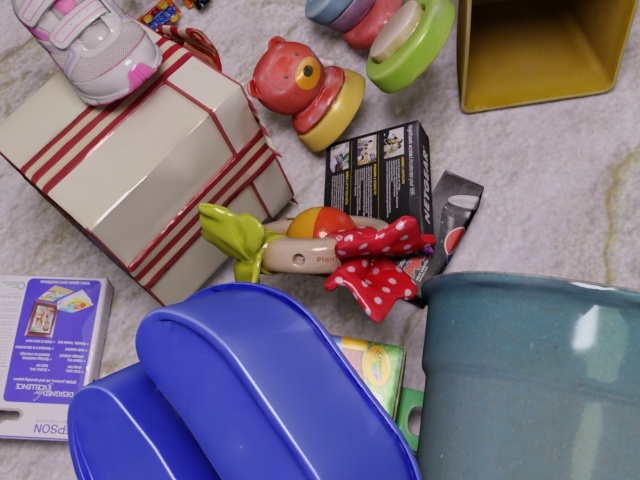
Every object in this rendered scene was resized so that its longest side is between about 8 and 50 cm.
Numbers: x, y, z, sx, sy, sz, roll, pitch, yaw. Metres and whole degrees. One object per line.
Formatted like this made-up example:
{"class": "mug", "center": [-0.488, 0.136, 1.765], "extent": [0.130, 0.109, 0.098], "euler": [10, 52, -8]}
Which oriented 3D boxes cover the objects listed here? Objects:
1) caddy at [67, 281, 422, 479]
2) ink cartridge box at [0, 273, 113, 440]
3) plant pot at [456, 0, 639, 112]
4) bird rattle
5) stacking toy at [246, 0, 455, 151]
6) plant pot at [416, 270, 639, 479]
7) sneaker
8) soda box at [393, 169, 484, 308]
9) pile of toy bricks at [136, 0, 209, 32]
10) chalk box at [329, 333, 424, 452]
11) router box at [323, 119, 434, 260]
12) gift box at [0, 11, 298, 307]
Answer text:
{"class": "caddy", "center": [-0.061, 0.198, 0.689], "extent": [0.241, 0.179, 0.341], "euler": [-44, 71, 22]}
{"class": "ink cartridge box", "center": [-0.376, 0.144, 0.947], "extent": [0.207, 0.045, 0.208], "euler": [2, 66, 6]}
{"class": "plant pot", "center": [0.279, -0.324, 1.018], "extent": [0.212, 0.212, 0.187], "euler": [-8, 54, 2]}
{"class": "bird rattle", "center": [0.000, 0.000, 0.818], "extent": [0.254, 0.207, 0.143], "euler": [-9, 102, 18]}
{"class": "stacking toy", "center": [0.044, -0.296, 0.972], "extent": [0.130, 0.280, 0.308], "euler": [31, 63, -24]}
{"class": "plant pot", "center": [0.227, 0.237, 0.718], "extent": [0.342, 0.341, 0.333], "euler": [13, 76, 10]}
{"class": "sneaker", "center": [-0.270, -0.237, 0.821], "extent": [0.103, 0.111, 0.252], "euler": [-46, 57, -10]}
{"class": "soda box", "center": [0.144, -0.002, 0.962], "extent": [0.060, 0.053, 0.168], "euler": [26, 72, 15]}
{"class": "pile of toy bricks", "center": [-0.219, -0.409, 1.155], "extent": [0.212, 0.118, 0.105], "euler": [-41, 37, -3]}
{"class": "chalk box", "center": [0.027, 0.186, 0.847], "extent": [0.213, 0.132, 0.132], "euler": [8, 67, 9]}
{"class": "router box", "center": [0.071, -0.057, 0.960], "extent": [0.133, 0.046, 0.178], "euler": [-12, 55, 23]}
{"class": "gift box", "center": [-0.181, -0.087, 0.924], "extent": [0.276, 0.255, 0.258], "euler": [36, 76, 24]}
